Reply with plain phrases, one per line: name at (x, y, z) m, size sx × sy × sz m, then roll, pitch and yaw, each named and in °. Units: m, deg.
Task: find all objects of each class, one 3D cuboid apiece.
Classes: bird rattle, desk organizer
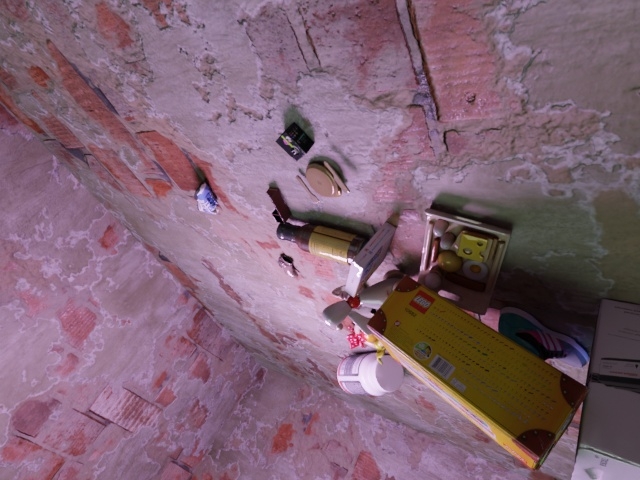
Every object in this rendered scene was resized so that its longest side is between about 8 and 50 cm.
bird rattle at (0.233, 0.444, 1.885) m, size 0.253 × 0.143 × 0.207 m, roll 28°, pitch 141°, yaw 36°
desk organizer at (-0.155, -0.124, 1.443) m, size 0.047 × 0.050 × 0.130 m, roll 11°, pitch 144°, yaw 33°

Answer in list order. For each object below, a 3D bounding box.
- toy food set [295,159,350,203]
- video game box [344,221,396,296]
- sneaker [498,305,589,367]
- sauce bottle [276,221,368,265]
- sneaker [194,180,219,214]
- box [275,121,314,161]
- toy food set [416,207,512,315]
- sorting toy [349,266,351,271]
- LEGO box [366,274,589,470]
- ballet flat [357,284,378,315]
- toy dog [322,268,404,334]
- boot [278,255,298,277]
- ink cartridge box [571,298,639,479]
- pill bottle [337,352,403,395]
toy food set at (0.011, -0.182, 1.221) m, size 0.132 × 0.038 × 0.192 m, roll 52°, pitch 151°, yaw -17°
video game box at (0.156, 0.065, 1.282) m, size 0.048 × 0.187 × 0.205 m, roll 32°, pitch 151°, yaw 16°
sneaker at (0.664, 0.347, 1.217) m, size 0.295 × 0.178 × 0.124 m, roll 31°, pitch 150°, yaw 4°
sauce bottle at (0.000, 0.000, 1.422) m, size 0.344 × 0.111 × 0.111 m, roll 18°, pitch 147°, yaw 29°
sneaker at (-0.464, -0.173, 1.655) m, size 0.081 × 0.080 × 0.211 m, roll 25°, pitch 160°, yaw 2°
box at (-0.072, -0.278, 1.135) m, size 0.083 × 0.052 × 0.062 m, roll 42°, pitch 149°, yaw -17°
toy food set at (0.381, 0.064, 1.120) m, size 0.219 × 0.092 × 0.306 m, roll 18°, pitch 136°, yaw 24°
sorting toy at (0.136, 0.082, 1.487) m, size 0.083 × 0.045 × 0.075 m, roll 15°, pitch 126°, yaw 29°
LEGO box at (0.414, 0.363, 1.117) m, size 0.500 × 0.193 × 0.372 m, roll 34°, pitch 168°, yaw 37°
ballet flat at (0.189, 0.252, 1.657) m, size 0.084 × 0.058 × 0.250 m, roll 1°, pitch 138°, yaw 44°
toy dog at (0.189, 0.230, 1.369) m, size 0.333 × 0.220 × 0.161 m, roll -21°, pitch 103°, yaw 23°
boot at (-0.140, 0.115, 1.793) m, size 0.118 × 0.042 × 0.087 m, roll 33°, pitch 148°, yaw -1°
ink cartridge box at (0.748, 0.395, 0.988) m, size 0.166 × 0.395 × 0.286 m, roll 9°, pitch 143°, yaw 36°
pill bottle at (0.256, 0.698, 2.097) m, size 0.210 × 0.210 × 0.363 m, roll 39°, pitch 150°, yaw -11°
